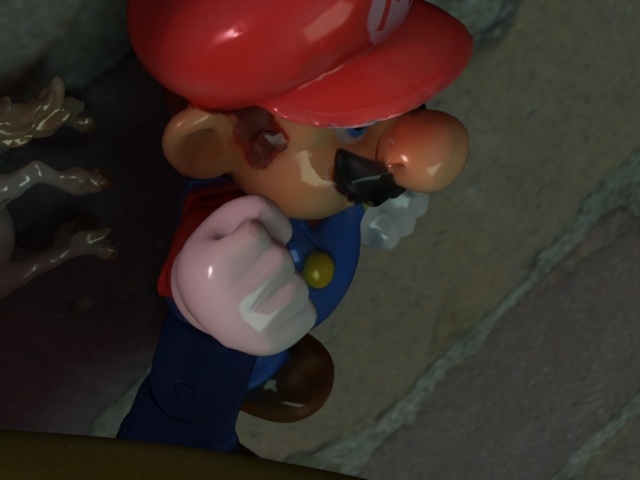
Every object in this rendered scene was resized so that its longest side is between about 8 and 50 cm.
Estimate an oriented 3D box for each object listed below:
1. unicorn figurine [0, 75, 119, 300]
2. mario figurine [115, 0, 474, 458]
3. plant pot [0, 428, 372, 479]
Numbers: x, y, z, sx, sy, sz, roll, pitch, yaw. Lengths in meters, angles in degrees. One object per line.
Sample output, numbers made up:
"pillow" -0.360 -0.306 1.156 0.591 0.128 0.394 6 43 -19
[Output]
"unicorn figurine" -0.144 0.003 0.798 0.111 0.060 0.162 -17 122 -18
"mario figurine" 0.000 0.000 0.785 0.170 0.198 0.321 -4 138 -16
"plant pot" -0.121 0.177 0.661 0.293 0.275 0.275 25 114 -30
